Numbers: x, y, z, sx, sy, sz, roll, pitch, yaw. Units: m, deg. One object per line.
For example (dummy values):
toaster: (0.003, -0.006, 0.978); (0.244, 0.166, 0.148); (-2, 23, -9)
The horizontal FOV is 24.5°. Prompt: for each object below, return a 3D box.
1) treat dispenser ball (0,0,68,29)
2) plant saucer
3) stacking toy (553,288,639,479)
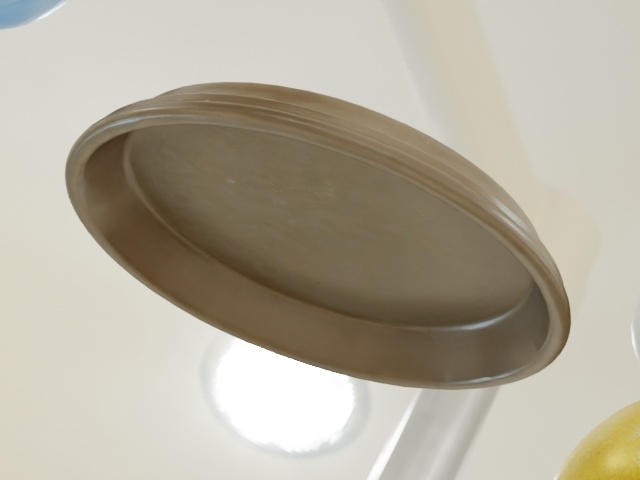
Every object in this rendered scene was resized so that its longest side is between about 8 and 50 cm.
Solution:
treat dispenser ball: (-0.380, -0.382, 1.663); (0.288, 0.288, 0.288); (16, -45, 17)
plant saucer: (0.000, 0.000, 0.782); (0.278, 0.041, 0.278); (16, -25, 8)
stacking toy: (0.234, 0.208, 0.849); (0.350, 0.480, 0.350); (11, -22, 5)
